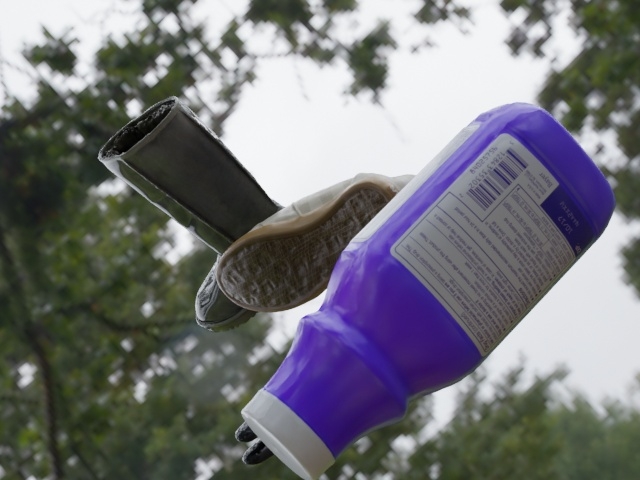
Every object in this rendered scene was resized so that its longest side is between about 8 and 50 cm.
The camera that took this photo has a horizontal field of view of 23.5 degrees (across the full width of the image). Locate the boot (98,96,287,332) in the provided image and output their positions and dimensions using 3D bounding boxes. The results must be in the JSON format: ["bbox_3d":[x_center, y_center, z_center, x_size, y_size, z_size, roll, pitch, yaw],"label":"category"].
[{"bbox_3d":[-0.115,-0.019,1.387,0.208,0.076,0.190,31,-55,-30],"label":"boot"}]

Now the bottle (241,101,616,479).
[{"bbox_3d":[0.068,0.036,1.019,0.283,0.118,0.092,-46,14,-14],"label":"bottle"}]

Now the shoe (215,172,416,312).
[{"bbox_3d":[0.000,0.000,1.281,0.219,0.076,0.058,-27,11,39],"label":"shoe"}]

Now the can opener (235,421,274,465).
[{"bbox_3d":[-0.008,0.143,1.411,0.186,0.059,0.073,-27,17,-37],"label":"can opener"}]
